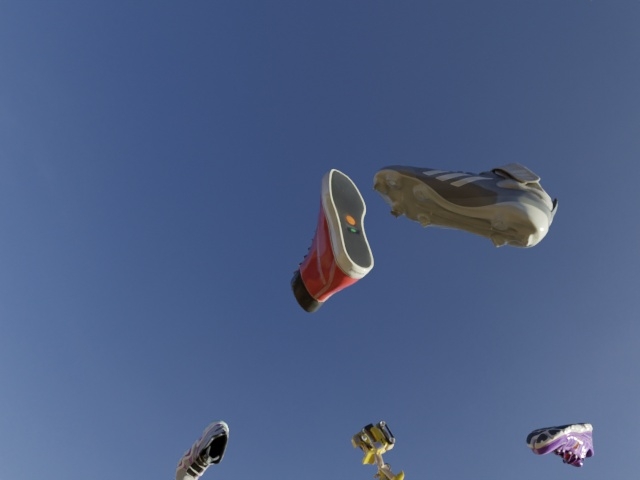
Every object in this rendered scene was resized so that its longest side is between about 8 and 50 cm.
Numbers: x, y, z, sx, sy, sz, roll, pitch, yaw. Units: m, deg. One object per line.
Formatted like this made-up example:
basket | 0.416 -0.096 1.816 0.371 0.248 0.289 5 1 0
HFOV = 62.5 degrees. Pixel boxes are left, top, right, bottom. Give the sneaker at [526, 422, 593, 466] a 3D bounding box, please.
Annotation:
sneaker | 0.426 0.356 0.912 0.068 0.169 0.071 -35 -126 47

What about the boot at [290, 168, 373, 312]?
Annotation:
boot | 0.000 0.000 0.944 0.088 0.244 0.176 24 -48 -29

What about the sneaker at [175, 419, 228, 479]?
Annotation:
sneaker | -0.155 0.287 0.693 0.038 0.098 0.069 35 -12 -13

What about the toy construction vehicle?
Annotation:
toy construction vehicle | 0.075 0.292 0.712 0.098 0.035 0.086 58 -31 37

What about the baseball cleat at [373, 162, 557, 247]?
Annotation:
baseball cleat | 0.169 -0.056 0.624 0.205 0.109 0.072 25 -36 23
